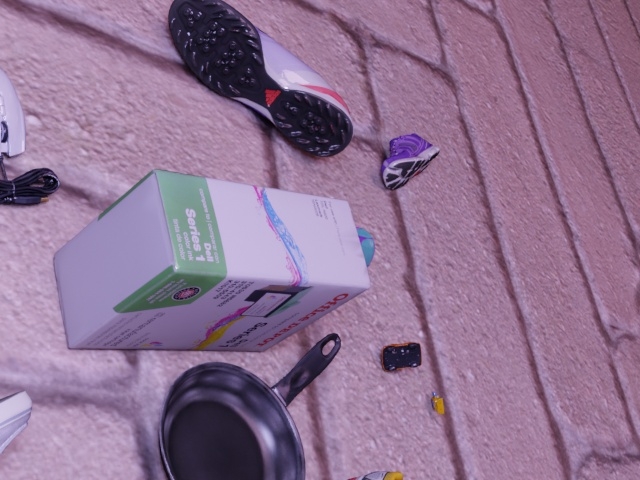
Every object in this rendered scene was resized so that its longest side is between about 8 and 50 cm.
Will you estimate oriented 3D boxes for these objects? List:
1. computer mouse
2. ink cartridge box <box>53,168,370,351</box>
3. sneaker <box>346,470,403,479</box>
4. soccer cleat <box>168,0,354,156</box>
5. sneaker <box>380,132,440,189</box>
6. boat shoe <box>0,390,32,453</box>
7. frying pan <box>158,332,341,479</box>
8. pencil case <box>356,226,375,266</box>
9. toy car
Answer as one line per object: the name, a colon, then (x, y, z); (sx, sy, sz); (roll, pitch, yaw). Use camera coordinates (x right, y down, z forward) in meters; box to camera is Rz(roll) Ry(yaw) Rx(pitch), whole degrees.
computer mouse: (-0.352, -0.127, 1.068); (0.106, 0.042, 0.193); (-7, 68, -48)
ink cartridge box: (-0.114, 0.034, 1.075); (0.278, 0.201, 0.117); (7, 59, -45)
sneaker: (0.119, 0.367, 1.168); (0.225, 0.092, 0.088); (49, 38, -9)
soccer cleat: (-0.085, -0.244, 1.411); (0.318, 0.108, 0.116); (36, 21, -21)
sneaker: (0.131, -0.134, 1.591); (0.071, 0.068, 0.170); (43, 28, 8)
boat shoe: (-0.325, 0.213, 0.830); (0.227, 0.079, 0.081); (-39, 103, -48)
frying pan: (-0.087, 0.185, 1.117); (0.197, 0.053, 0.326); (39, 39, -21)
pencil case: (0.000, 0.000, 1.335); (0.151, 0.064, 0.070); (16, 68, -40)
toy car: (0.123, 0.192, 1.365); (0.040, 0.060, 0.122); (-150, -143, -76)
